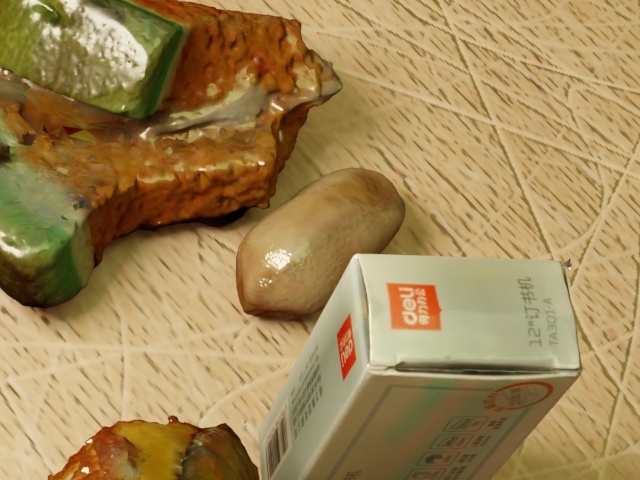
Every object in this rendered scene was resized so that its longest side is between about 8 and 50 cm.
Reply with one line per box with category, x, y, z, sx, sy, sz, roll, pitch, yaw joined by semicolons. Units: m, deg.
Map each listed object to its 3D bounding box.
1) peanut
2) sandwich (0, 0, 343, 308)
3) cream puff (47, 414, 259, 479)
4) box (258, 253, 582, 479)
peanut;0.000;0.000;1.326;0.076;0.076;0.152;45;61;9
sandwich;-0.126;-0.102;1.286;0.301;0.162;0.250;-10;63;-23
cream puff;-0.095;0.215;1.091;0.164;0.240;0.240;-2;60;7
box;0.055;0.100;1.171;0.135;0.269;0.079;1;61;-15
